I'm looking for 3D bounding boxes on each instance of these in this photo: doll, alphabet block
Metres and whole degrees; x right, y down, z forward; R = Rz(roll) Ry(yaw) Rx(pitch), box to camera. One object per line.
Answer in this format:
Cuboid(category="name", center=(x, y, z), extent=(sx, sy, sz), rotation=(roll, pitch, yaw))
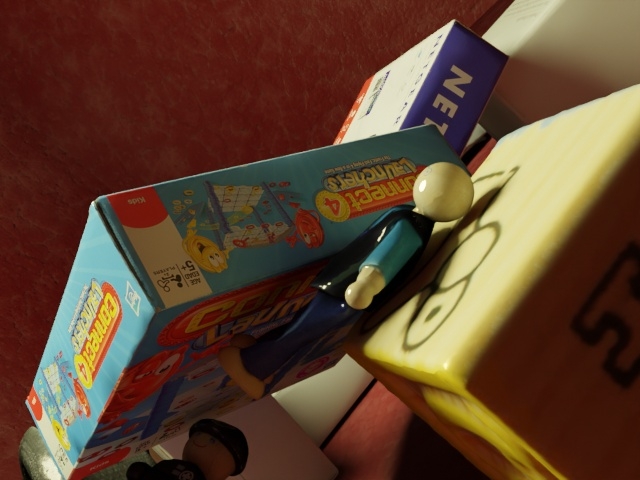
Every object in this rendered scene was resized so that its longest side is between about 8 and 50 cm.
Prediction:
Cuboid(category="doll", center=(0.021, 0.023, 0.499), extent=(0.189, 0.046, 0.129), rotation=(-41, 1, 8))
Cuboid(category="alphabet block", center=(0.161, 0.053, 0.476), extent=(0.197, 0.193, 0.192), rotation=(-50, 8, -11))

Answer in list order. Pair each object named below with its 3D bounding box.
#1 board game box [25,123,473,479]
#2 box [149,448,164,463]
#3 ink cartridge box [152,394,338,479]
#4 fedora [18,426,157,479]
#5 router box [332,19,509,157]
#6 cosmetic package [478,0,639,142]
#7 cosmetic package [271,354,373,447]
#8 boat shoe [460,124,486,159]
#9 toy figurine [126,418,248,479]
Cuboid(category="board game box", center=(-0.060, 0.054, 0.664), extent=(0.308, 0.086, 0.302), rotation=(-18, -24, -36))
Cuboid(category="box", center=(-0.289, 0.328, 1.335), extent=(0.381, 0.143, 0.191), rotation=(-20, 17, 48))
Cuboid(category="ink cartridge box", center=(-0.139, 0.215, 0.948), extent=(0.121, 0.211, 0.289), rotation=(-47, 23, -19))
Cuboid(category="fedora", center=(-0.248, 0.364, 0.975), extent=(0.153, 0.334, 0.334), rotation=(-18, -5, -27))
Cuboid(category="router box", center=(0.068, -0.080, 1.014), extent=(0.335, 0.082, 0.301), rotation=(-63, 13, -10))
Cuboid(category="cosmetic package", center=(0.390, -0.325, 1.063), extent=(0.453, 0.161, 0.230), rotation=(-47, 11, 4))
Cuboid(category="cosmetic package", center=(0.010, 0.126, 1.168), extent=(0.284, 0.097, 0.377), rotation=(-52, 10, -10))
Cuboid(category="boat shoe", center=(0.199, -0.164, 1.443), extent=(0.367, 0.136, 0.156), rotation=(-59, 8, -7))
Cuboid(category="toy figurine", center=(-0.107, 0.285, 0.715), extent=(0.209, 0.213, 0.148), rotation=(-43, 1, 45))
